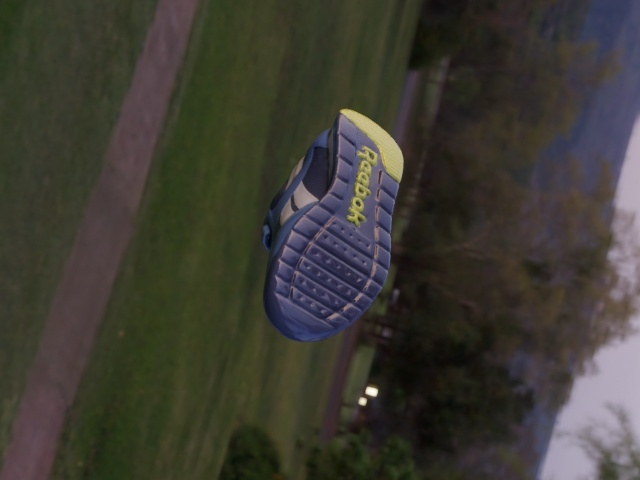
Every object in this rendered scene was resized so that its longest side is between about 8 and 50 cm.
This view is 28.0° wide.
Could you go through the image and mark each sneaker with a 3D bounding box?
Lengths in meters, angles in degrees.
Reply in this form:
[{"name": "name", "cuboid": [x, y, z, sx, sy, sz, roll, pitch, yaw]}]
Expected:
[{"name": "sneaker", "cuboid": [0.000, 0.000, 0.616, 0.059, 0.053, 0.144, -38, -160, 39]}]
